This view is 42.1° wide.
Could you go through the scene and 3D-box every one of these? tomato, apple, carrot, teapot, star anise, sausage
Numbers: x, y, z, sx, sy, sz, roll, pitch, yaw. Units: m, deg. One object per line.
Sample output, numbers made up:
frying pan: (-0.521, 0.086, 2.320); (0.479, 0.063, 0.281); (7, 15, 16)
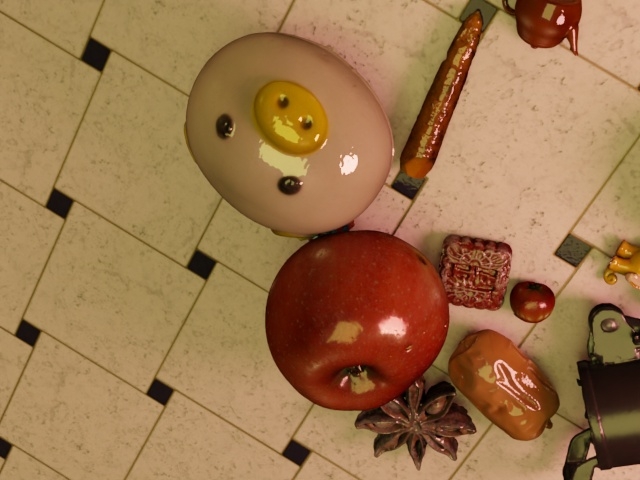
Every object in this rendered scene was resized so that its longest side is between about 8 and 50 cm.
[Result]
tomato: (0.398, 0.120, 1.568); (0.087, 0.087, 0.075); (11, 112, 9)
apple: (0.065, 0.147, 1.513); (0.348, 0.277, 0.348); (-1, 137, -1)
carrot: (0.224, -0.259, 1.494); (0.066, 0.066, 0.314); (24, 110, 4)
teapot: (0.374, -0.375, 1.403); (0.173, 0.116, 0.116); (42, 115, 26)
star anise: (0.196, 0.348, 1.682); (0.223, 0.109, 0.236); (22, 125, -1)
sausage: (0.357, 0.283, 1.612); (0.241, 0.120, 0.136); (47, 123, -6)

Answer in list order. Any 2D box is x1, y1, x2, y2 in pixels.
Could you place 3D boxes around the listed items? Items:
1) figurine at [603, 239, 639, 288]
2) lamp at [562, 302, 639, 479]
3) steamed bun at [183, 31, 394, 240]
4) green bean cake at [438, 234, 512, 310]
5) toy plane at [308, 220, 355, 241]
figurine: (0.640, 0.083, 1.487); (0.246, 0.131, 0.156); (31, 73, 17)
lamp: (0.601, 0.312, 1.517); (0.272, 0.205, 0.374); (7, 99, 15)
steamed bun: (-0.056, -0.182, 1.453); (0.374, 0.334, 0.334); (42, 112, 1)
green bean cake: (0.292, 0.062, 1.588); (0.135, 0.056, 0.135); (10, 110, 11)
toy plane: (0.001, -0.001, 1.633); (0.130, 0.061, 0.189); (8, 114, 10)
